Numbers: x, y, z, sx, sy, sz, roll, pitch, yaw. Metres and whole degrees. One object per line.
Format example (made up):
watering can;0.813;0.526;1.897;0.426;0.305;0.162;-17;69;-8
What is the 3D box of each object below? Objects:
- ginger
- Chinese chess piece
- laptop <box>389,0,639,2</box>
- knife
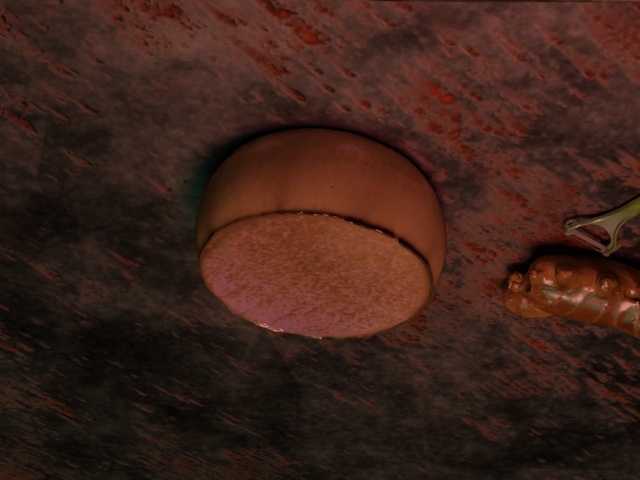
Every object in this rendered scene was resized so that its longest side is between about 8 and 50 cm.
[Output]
ginger;0.301;0.054;1.408;0.206;0.081;0.115;4;132;15
Chinese chess piece;0.000;0.000;1.353;0.270;0.112;0.270;5;145;4
laptop;0.158;-0.264;1.037;0.269;0.015;0.187;2;145;7
knife;0.333;-0.033;1.326;0.078;0.022;0.166;21;145;-30
